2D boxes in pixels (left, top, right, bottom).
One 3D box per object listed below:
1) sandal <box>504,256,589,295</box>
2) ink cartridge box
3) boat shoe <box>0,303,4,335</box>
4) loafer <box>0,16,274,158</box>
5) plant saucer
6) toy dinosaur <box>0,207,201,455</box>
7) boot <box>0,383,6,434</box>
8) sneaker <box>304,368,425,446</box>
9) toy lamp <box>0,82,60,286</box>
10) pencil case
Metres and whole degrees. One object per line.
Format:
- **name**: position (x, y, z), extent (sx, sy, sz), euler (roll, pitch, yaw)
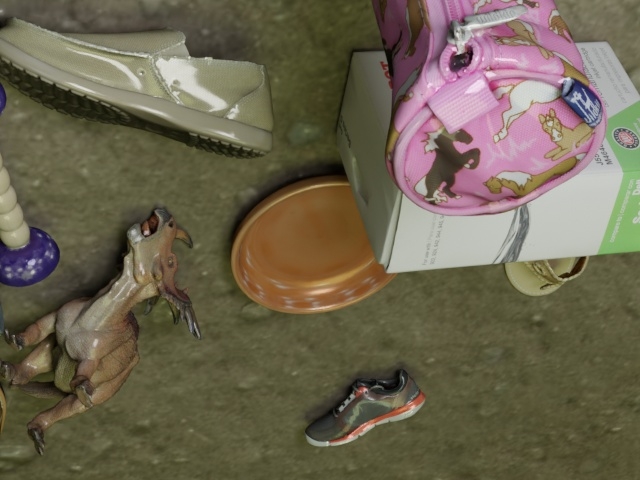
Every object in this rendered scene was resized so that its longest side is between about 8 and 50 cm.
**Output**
- **sandal**: position (0.261, 0.008, 1.523), extent (0.088, 0.079, 0.240), euler (-9, 137, -9)
- **ink cartridge box**: position (0.172, -0.084, 1.311), extent (0.273, 0.198, 0.114), euler (-5, 136, -14)
- **boat shoe**: position (-0.370, 0.031, 1.347), extent (0.076, 0.083, 0.226), euler (-12, 138, -7)
- **loafer**: position (-0.164, -0.149, 1.220), extent (0.269, 0.092, 0.102), euler (18, 169, -16)
- **plant saucer**: position (0.000, 0.000, 1.465), extent (0.200, 0.037, 0.200), euler (-8, 136, -8)
- **toy dinosaur**: position (-0.230, 0.111, 1.461), extent (0.200, 0.127, 0.295), euler (-32, 169, -38)
- **boot**: position (-0.406, 0.244, 1.539), extent (0.112, 0.115, 0.305), euler (-4, 135, -11)
- **sneaker**: position (0.047, 0.200, 1.690), extent (0.158, 0.061, 0.065), euler (-24, 110, 6)
- **toy lamp**: position (-0.309, -0.069, 1.267), extent (0.080, 0.080, 0.274), euler (-12, 137, -5)
- **pencil case**: position (0.097, -0.209, 1.028), extent (0.160, 0.386, 0.167), euler (9, 142, -24)
